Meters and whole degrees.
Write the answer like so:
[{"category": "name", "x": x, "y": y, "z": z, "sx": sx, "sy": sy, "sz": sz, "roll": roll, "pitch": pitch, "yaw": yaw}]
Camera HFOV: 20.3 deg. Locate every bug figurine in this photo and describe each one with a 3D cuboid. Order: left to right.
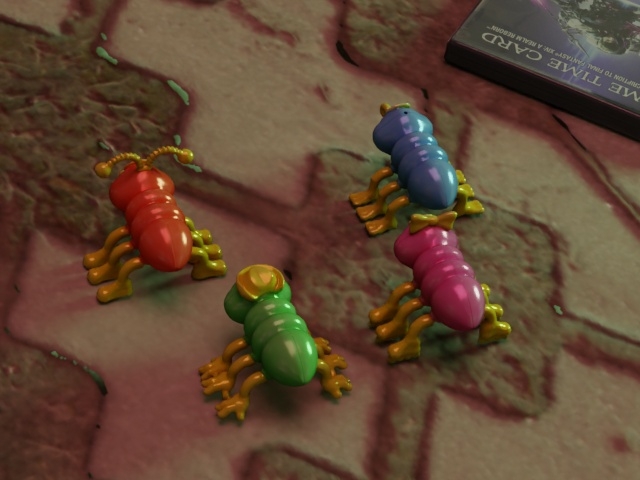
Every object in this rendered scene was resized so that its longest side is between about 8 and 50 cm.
[{"category": "bug figurine", "x": 0.000, "y": 0.000, "z": 1.140, "sx": 0.279, "sy": 0.072, "sz": 0.216, "roll": -14, "pitch": 50, "yaw": -22}]

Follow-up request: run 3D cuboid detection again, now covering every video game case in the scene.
[{"category": "video game case", "x": 0.240, "y": -0.185, "z": 1.393, "sx": 0.196, "sy": 0.026, "sz": 0.274, "roll": 24, "pitch": 48, "yaw": 14}]
